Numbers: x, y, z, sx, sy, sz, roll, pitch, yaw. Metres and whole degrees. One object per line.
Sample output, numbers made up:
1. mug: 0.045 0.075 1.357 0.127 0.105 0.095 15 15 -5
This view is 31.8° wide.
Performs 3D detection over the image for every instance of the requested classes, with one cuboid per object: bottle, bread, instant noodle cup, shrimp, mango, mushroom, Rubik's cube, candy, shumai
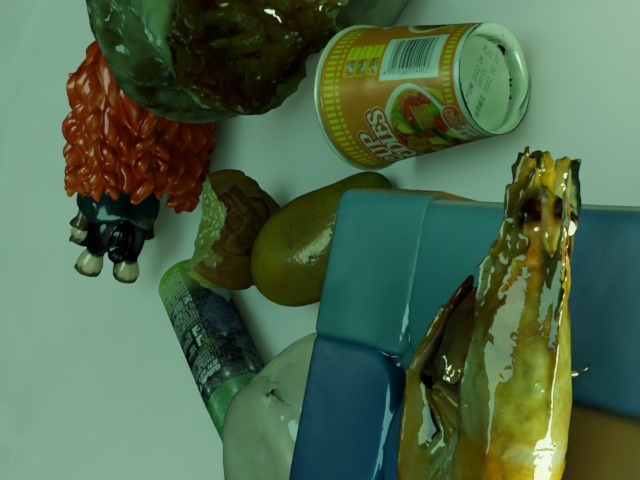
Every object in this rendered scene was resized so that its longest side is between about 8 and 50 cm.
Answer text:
1. bottle: -0.127 0.160 1.483 0.093 0.093 0.330 -59 39 27
2. bread: -0.107 -0.010 1.477 0.086 0.125 0.156 -11 71 62
3. instant noodle cup: 0.114 -0.161 1.184 0.185 0.168 0.168 -1 81 47
4. shrimp: 0.093 0.071 0.615 0.150 0.068 0.248 44 122 57
5. mango: 0.000 0.000 1.347 0.227 0.099 0.136 -37 46 34
6. mushroom: 0.087 -0.337 1.301 0.096 0.099 0.278 44 130 26
7. Rubik's cube: 0.209 0.162 0.779 0.344 0.347 0.346 6 87 55
8. candy: 0.025 0.238 1.168 0.295 0.185 0.295 14 108 49
9. shumai: -0.106 -0.307 1.337 0.323 0.324 0.397 -133 53 -63

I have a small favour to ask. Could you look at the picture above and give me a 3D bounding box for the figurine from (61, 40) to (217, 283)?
1. figurine: -0.288 -0.128 1.713 0.412 0.241 0.306 119 170 -53
